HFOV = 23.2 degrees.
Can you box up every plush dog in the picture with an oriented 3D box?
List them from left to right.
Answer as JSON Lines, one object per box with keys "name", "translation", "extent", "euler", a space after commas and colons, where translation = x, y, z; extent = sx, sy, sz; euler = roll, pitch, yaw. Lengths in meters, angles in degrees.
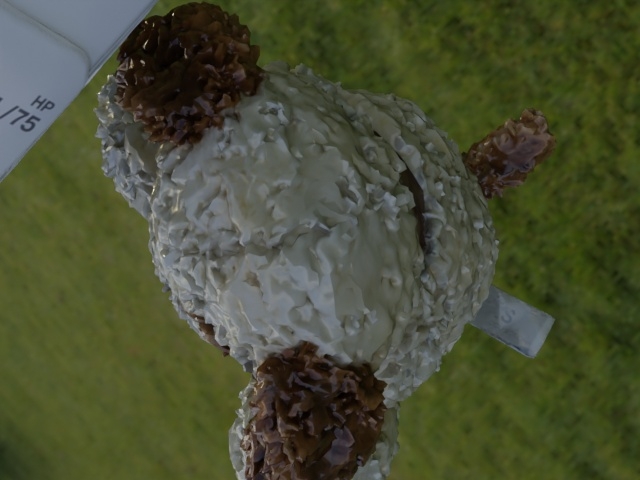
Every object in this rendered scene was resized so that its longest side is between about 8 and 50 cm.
{"name": "plush dog", "translation": [0.000, 0.000, 0.712], "extent": [0.262, 0.210, 0.225], "euler": [67, -164, 3]}

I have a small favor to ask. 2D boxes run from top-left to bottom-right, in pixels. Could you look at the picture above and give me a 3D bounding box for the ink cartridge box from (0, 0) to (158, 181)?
{"name": "ink cartridge box", "translation": [-0.237, -0.142, 0.613], "extent": [0.198, 0.197, 0.270], "euler": [29, -162, -52]}
